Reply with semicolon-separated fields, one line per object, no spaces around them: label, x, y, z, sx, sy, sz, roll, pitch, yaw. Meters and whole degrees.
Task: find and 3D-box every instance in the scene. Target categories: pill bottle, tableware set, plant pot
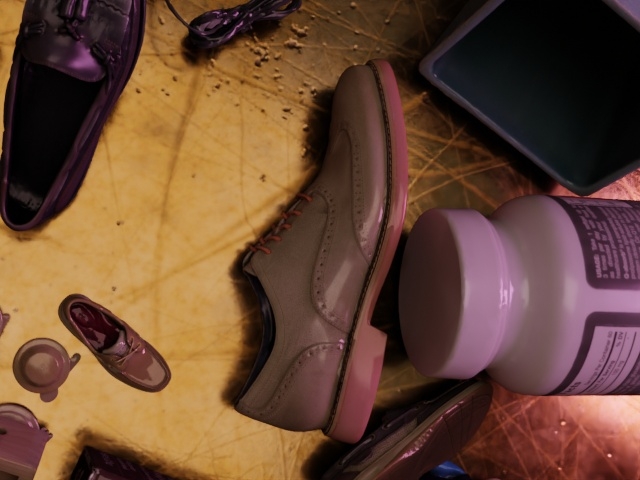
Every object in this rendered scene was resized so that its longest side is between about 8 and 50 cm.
pill bottle;0.281;0.058;1.035;0.363;0.210;0.210;3;85;-16
tableware set;-0.324;0.135;0.955;0.169;0.020;0.141;34;83;-16
plant pot;0.307;-0.246;1.057;0.247;0.248;0.252;37;61;-10

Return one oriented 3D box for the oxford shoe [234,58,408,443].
oxford shoe;0.000;0.000;1.001;0.147;0.140;0.396;9;81;-8

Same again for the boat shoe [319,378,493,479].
boat shoe;0.091;0.207;1.039;0.224;0.073;0.080;-34;135;-30

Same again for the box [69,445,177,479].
box;-0.155;0.311;0.914;0.203;0.168;0.167;24;79;-13

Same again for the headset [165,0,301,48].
headset;-0.151;-0.380;0.943;0.185;0.243;0.394;-24;114;-12

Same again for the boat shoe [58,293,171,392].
boat shoe;-0.205;0.105;0.979;0.135;0.045;0.050;39;77;-10

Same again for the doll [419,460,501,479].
doll;0.119;0.297;1.055;0.189;0.046;0.129;-12;79;-20

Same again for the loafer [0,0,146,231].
loafer;-0.231;-0.144;0.894;0.109;0.095;0.302;17;114;-10

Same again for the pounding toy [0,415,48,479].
pounding toy;-0.344;0.178;0.890;0.181;0.094;0.206;22;98;-11
